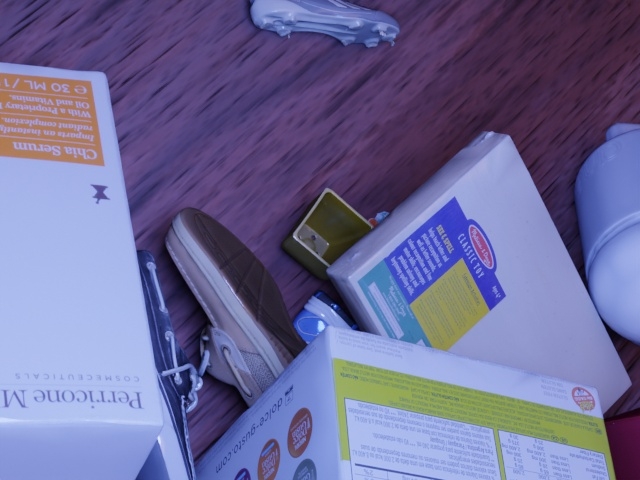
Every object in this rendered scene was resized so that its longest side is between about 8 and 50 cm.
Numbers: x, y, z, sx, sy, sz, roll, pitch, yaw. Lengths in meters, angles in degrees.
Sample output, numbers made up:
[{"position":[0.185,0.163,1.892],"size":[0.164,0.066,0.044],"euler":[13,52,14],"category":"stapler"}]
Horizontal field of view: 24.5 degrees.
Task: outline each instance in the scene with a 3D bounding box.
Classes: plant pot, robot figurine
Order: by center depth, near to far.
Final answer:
[{"position":[0.000,0.000,1.785],"size":[0.081,0.083,0.081],"euler":[40,63,-11],"category":"plant pot"},{"position":[0.433,-0.005,1.883],"size":[0.199,0.300,0.353],"euler":[1,41,1],"category":"robot figurine"}]

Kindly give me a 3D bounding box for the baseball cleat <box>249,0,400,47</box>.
[{"position":[0.007,-0.307,1.874],"size":[0.205,0.072,0.109],"euler":[4,69,-29],"category":"baseball cleat"}]

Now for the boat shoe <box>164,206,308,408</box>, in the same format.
[{"position":[-0.087,0.122,1.685],"size":[0.341,0.110,0.121],"euler":[56,19,-7],"category":"boat shoe"}]

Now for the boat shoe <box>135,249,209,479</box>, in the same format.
[{"position":[-0.182,0.154,1.645],"size":[0.105,0.113,0.306],"euler":[-11,67,-31],"category":"boat shoe"}]

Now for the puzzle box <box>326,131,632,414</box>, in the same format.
[{"position":[0.203,0.108,1.771],"size":[0.272,0.052,0.409],"euler":[-40,119,-19],"category":"puzzle box"}]

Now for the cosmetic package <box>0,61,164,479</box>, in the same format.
[{"position":[-0.315,0.031,1.487],"size":[0.230,0.161,0.453],"euler":[3,52,-25],"category":"cosmetic package"}]

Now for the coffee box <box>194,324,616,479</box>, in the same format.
[{"position":[0.087,0.340,1.538],"size":[0.338,0.338,0.334],"euler":[15,49,-24],"category":"coffee box"}]

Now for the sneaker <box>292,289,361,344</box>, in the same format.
[{"position":[0.042,0.157,1.782],"size":[0.081,0.080,0.211],"euler":[-44,101,-2],"category":"sneaker"}]

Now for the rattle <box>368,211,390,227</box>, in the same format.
[{"position":[0.138,0.058,1.868],"size":[0.199,0.143,0.130],"euler":[11,39,-7],"category":"rattle"}]

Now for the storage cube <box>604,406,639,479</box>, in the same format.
[{"position":[0.493,0.288,1.888],"size":[0.183,0.193,0.215],"euler":[-18,86,-28],"category":"storage cube"}]
